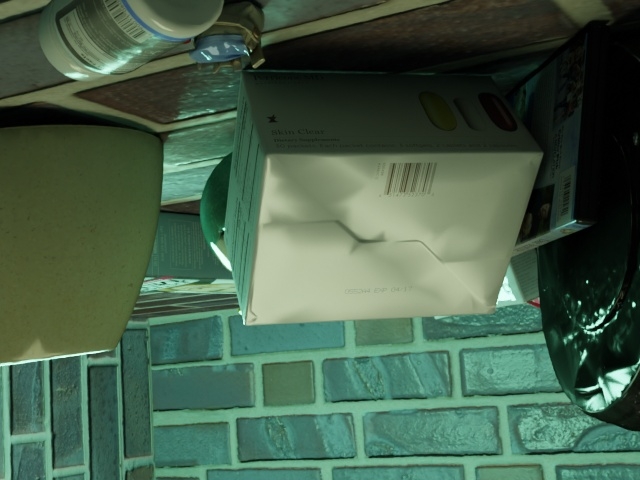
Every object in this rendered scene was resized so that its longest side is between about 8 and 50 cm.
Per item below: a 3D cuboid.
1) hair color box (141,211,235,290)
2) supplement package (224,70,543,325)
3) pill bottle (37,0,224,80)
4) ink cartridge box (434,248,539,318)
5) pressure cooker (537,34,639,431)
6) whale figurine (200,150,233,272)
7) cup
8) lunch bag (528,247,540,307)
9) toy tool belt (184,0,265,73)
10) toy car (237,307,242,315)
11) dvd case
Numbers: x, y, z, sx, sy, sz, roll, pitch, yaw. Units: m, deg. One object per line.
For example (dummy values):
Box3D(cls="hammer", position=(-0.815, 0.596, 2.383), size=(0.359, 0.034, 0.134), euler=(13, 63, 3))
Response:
Box3D(cls="hair color box", position=(-0.223, 0.028, 1.818), size=(0.185, 0.114, 0.374), euler=(-12, 169, 44))
Box3D(cls="supplement package", position=(0.050, -0.043, 1.013), size=(0.262, 0.145, 0.204), euler=(-2, 128, -15))
Box3D(cls="pill bottle", position=(-0.132, -0.157, 0.698), size=(0.078, 0.078, 0.137), euler=(3, 170, -40))
Box3D(cls="ink cartridge box", position=(0.164, -0.023, 1.243), size=(0.045, 0.224, 0.223), euler=(-20, 178, -23))
Box3D(cls="pressure cooker", position=(0.443, 0.006, 0.949), size=(0.420, 0.375, 0.370), euler=(3, 156, -5))
Box3D(cls="whale figurine", position=(-0.034, -0.063, 1.295), size=(0.272, 0.141, 0.216), euler=(-25, 161, -42))
Box3D(cls="cup", position=(-0.331, 0.020, 1.187), size=(0.331, 0.237, 0.331), euler=(-8, 176, -1))
Box3D(cls="lunch bag", position=(0.347, -0.016, 1.291), size=(0.258, 0.120, 0.293), euler=(24, -140, 37))
Box3D(cls="toy tool belt", position=(-0.082, -0.156, 0.818), size=(0.083, 0.051, 0.052), euler=(-7, 171, 24))
Box3D(cls="toy car", position=(0.004, 0.031, 1.353), size=(0.239, 0.053, 0.225), euler=(-34, -175, 1))
Box3D(cls="dvd case", position=(0.213, -0.083, 1.002), size=(0.022, 0.180, 0.253), euler=(8, 170, -8))
